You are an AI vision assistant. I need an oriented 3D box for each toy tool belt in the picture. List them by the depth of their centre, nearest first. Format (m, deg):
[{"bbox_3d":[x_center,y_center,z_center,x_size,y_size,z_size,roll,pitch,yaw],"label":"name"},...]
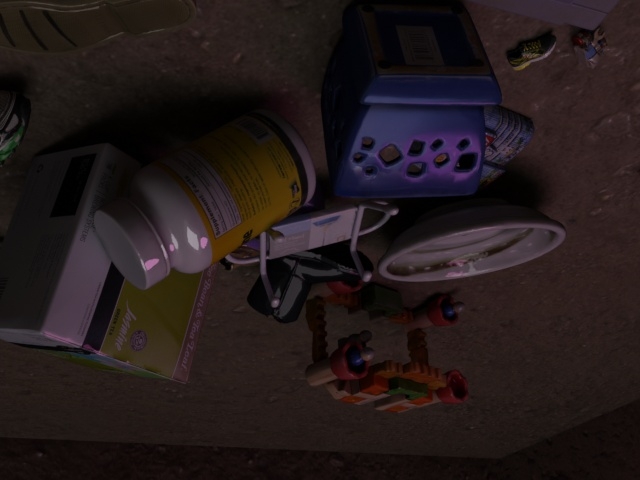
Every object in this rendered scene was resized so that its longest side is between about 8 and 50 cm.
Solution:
[{"bbox_3d":[0.436,-0.321,1.102,0.051,0.052,0.083,-48,142,4],"label":"toy tool belt"}]

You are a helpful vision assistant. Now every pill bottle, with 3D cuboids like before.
[{"bbox_3d":[-0.183,-0.066,1.107,0.333,0.188,0.188,-34,160,-30],"label":"pill bottle"}]

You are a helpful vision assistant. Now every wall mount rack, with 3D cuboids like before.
[{"bbox_3d":[0.000,0.000,1.275,0.349,0.131,0.304,-15,152,-13],"label":"wall mount rack"}]

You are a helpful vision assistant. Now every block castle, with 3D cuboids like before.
[{"bbox_3d":[0.181,0.246,1.711,0.453,0.303,0.212,21,144,-37],"label":"block castle"}]

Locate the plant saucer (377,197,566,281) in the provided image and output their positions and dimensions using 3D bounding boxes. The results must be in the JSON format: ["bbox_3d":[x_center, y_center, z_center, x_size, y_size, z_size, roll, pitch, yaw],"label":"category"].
[{"bbox_3d":[0.313,-0.009,1.469,0.400,0.101,0.400,-8,164,-2],"label":"plant saucer"}]

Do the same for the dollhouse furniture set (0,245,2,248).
[{"bbox_3d":[-0.733,-0.004,1.395,0.151,0.123,0.144,46,128,-10],"label":"dollhouse furniture set"}]

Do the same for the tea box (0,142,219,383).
[{"bbox_3d":[-0.374,0.053,1.223,0.219,0.329,0.323,-3,154,36],"label":"tea box"}]

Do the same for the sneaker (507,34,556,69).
[{"bbox_3d":[0.342,-0.308,1.110,0.035,0.031,0.083,25,136,-39],"label":"sneaker"}]

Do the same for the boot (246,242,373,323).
[{"bbox_3d":[-0.027,0.097,1.555,0.246,0.094,0.207,15,121,-12],"label":"boot"}]

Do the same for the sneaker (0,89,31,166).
[{"bbox_3d":[-0.611,-0.171,1.052,0.343,0.134,0.146,-11,147,7],"label":"sneaker"}]

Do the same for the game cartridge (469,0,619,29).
[{"bbox_3d":[0.287,-0.412,0.912,0.354,0.068,0.230,7,149,-21],"label":"game cartridge"}]

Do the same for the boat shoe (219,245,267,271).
[{"bbox_3d":[-0.199,0.038,1.519,0.189,0.072,0.068,14,142,-30],"label":"boat shoe"}]

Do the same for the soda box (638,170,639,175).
[{"bbox_3d":[0.787,-0.113,1.469,0.216,0.069,0.074,15,142,-30],"label":"soda box"}]

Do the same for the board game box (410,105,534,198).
[{"bbox_3d":[0.268,-0.174,1.283,0.194,0.060,0.194,12,143,-29],"label":"board game box"}]

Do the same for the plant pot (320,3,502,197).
[{"bbox_3d":[0.132,-0.219,1.033,0.235,0.236,0.212,-1,142,-9],"label":"plant pot"}]

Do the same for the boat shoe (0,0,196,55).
[{"bbox_3d":[-0.314,-0.322,0.897,0.302,0.104,0.113,-6,161,-2],"label":"boat shoe"}]

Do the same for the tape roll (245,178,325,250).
[{"bbox_3d":[-0.084,-0.059,1.381,0.188,0.080,0.189,-5,147,-3],"label":"tape roll"}]
